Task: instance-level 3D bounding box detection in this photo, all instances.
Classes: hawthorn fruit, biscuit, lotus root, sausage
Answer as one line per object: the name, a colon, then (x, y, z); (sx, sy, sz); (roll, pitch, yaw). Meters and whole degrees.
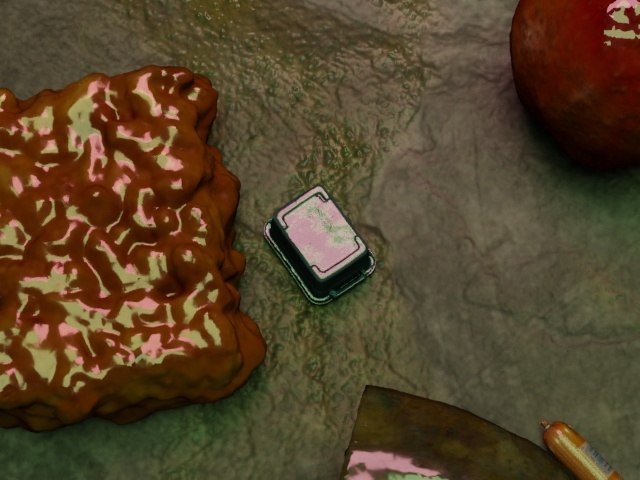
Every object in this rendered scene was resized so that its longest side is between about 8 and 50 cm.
hawthorn fruit: (0.273, -0.176, 1.144); (0.205, 0.253, 0.205); (1, 70, -3)
biscuit: (-0.220, 0.009, 1.150); (0.318, 0.110, 0.312); (-9, 76, -4)
lotus root: (0.124, 0.276, 1.063); (0.260, 0.149, 0.267); (16, 77, 4)
sausage: (0.234, 0.197, 1.147); (0.031, 0.031, 0.107); (-40, 77, -12)

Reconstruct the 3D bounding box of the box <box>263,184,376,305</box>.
box: (0.000, 0.000, 1.187); (0.074, 0.054, 0.099); (-33, 76, -13)
